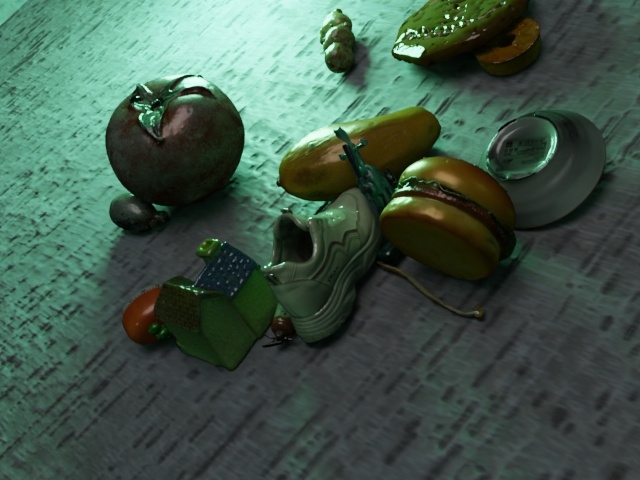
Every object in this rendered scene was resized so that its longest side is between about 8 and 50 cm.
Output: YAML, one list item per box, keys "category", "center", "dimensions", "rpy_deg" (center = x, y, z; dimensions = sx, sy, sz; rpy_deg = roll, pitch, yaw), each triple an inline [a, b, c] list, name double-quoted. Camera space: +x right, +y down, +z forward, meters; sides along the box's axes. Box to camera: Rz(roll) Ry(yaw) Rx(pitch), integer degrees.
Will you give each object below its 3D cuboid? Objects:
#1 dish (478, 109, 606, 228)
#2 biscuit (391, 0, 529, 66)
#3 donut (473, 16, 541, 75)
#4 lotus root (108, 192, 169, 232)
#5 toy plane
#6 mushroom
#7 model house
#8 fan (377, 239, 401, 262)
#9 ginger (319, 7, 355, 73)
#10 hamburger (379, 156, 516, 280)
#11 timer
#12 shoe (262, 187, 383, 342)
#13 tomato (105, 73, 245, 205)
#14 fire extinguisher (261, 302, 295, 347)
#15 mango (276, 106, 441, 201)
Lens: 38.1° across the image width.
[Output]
- category: "dish"
  center: [0.387, -0.154, 1.718]
  dimensions: [0.260, 0.085, 0.260]
  rpy_deg: [-21, 50, 28]
- category: "biscuit"
  center: [0.322, -0.518, 2.142]
  dimensions: [0.359, 0.046, 0.359]
  rpy_deg: [-26, 30, 16]
- category: "donut"
  center: [0.414, -0.421, 2.029]
  dimensions: [0.152, 0.058, 0.151]
  rpy_deg: [-17, 43, 17]
- category: "lotus root"
  center: [-0.430, -0.061, 2.166]
  dimensions: [0.165, 0.088, 0.088]
  rpy_deg: [16, 59, 29]
- category: "toy plane"
  center: [0.094, -0.118, 1.797]
  dimensions: [0.060, 0.096, 0.235]
  rpy_deg: [-33, 81, 33]
- category: "mushroom"
  center: [0.189, 0.087, 1.696]
  dimensions: [0.028, 0.025, 0.286]
  rpy_deg: [-34, 37, -27]
- category: "model house"
  center: [-0.211, 0.101, 1.795]
  dimensions: [0.195, 0.189, 0.214]
  rpy_deg: [18, 62, 38]
- category: "fan"
  center: [0.164, -0.015, 1.791]
  dimensions: [0.082, 0.039, 0.155]
  rpy_deg: [20, 60, 43]
- category: "ginger"
  center: [0.044, -0.490, 2.302]
  dimensions: [0.104, 0.080, 0.204]
  rpy_deg: [-49, 31, 31]
- category: "hamburger"
  center: [0.233, -0.048, 1.636]
  dimensions: [0.246, 0.246, 0.169]
  rpy_deg: [15, 71, 39]
- category: "timer"
  center: [-0.335, 0.159, 1.883]
  dimensions: [0.136, 0.099, 0.136]
  rpy_deg: [-14, 58, 24]
- category: "shoe"
  center: [0.000, 0.000, 1.741]
  dimensions: [0.132, 0.210, 0.342]
  rpy_deg: [-6, 46, 37]
- category: "tomato"
  center: [-0.333, -0.231, 2.117]
  dimensions: [0.317, 0.282, 0.316]
  rpy_deg: [-14, 44, 14]
- category: "fire extinguisher"
  center: [-0.065, 0.133, 1.778]
  dimensions: [0.062, 0.050, 0.177]
  rpy_deg: [8, 51, 12]
- category: "mango"
  center: [0.079, -0.179, 1.927]
  dimensions: [0.360, 0.144, 0.187]
  rpy_deg: [-18, 33, 8]
